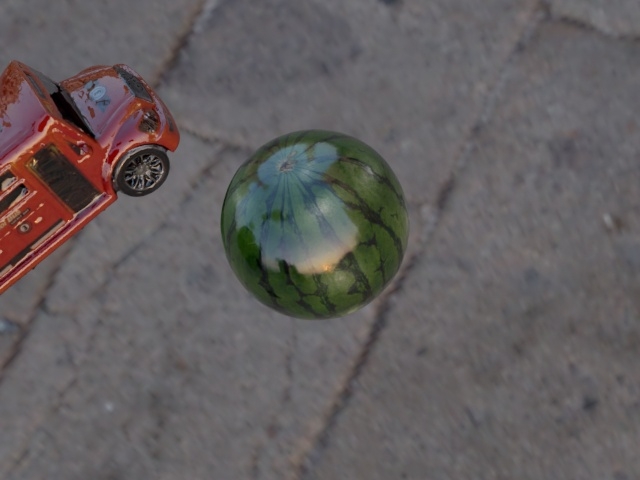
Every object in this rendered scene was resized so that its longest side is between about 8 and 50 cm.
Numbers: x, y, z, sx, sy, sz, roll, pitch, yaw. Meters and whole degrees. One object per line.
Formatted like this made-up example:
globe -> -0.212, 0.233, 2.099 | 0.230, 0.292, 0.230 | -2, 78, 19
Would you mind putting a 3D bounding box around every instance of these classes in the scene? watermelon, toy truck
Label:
watermelon -> 0.001, -0.005, 1.009 | 0.109, 0.109, 0.109 | -8, 61, 15
toy truck -> -0.230, -0.040, 1.427 | 0.252, 0.114, 0.107 | -40, 44, 2
